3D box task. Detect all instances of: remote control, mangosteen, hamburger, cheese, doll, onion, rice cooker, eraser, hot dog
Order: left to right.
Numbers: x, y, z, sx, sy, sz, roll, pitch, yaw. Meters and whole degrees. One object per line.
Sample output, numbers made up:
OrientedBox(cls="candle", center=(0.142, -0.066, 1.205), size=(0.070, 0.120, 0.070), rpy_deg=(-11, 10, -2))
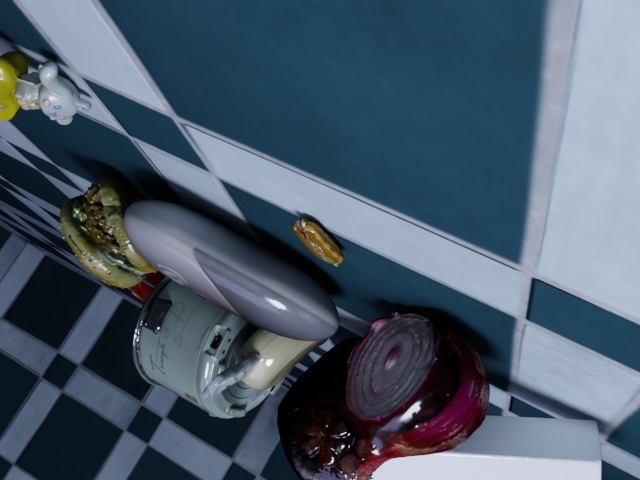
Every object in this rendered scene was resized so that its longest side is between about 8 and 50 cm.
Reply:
OrientedBox(cls="doll", center=(-0.308, -0.163, 0.864), size=(0.113, 0.071, 0.135), rpy_deg=(7, 166, 16))
OrientedBox(cls="hamburger", center=(-0.315, -0.007, 1.182), size=(0.185, 0.113, 0.177), rpy_deg=(-99, -14, -59))
OrientedBox(cls="rice cooker", center=(-0.188, 0.164, 1.348), size=(0.227, 0.241, 0.280), rpy_deg=(20, 174, 33))
OrientedBox(cls="remote control", center=(-0.122, 0.041, 1.072), size=(0.332, 0.103, 0.221), rpy_deg=(27, 175, 9))
OrientedBox(cls="cheese", center=(-0.073, 0.162, 1.170), size=(0.071, 0.163, 0.249), rpy_deg=(47, -168, 14))
OrientedBox(cls="hot dog", center=(0.000, 0.000, 0.856), size=(0.037, 0.021, 0.083), rpy_deg=(8, 155, 32))
OrientedBox(cls="mangosteen", center=(0.075, 0.271, 1.212), size=(0.233, 0.287, 0.287), rpy_deg=(41, 165, -3))
OrientedBox(cls="onion", center=(0.102, 0.201, 0.931), size=(0.140, 0.218, 0.195), rpy_deg=(37, 165, -30))
OrientedBox(cls="eraser", center=(0.193, 0.271, 0.987), size=(0.298, 0.078, 0.076), rpy_deg=(0, 117, 14))

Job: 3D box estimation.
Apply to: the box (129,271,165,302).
OrientedBox(cls="box", center=(-0.302, 0.100, 1.516), size=(0.175, 0.048, 0.112), rpy_deg=(28, 152, 23))
